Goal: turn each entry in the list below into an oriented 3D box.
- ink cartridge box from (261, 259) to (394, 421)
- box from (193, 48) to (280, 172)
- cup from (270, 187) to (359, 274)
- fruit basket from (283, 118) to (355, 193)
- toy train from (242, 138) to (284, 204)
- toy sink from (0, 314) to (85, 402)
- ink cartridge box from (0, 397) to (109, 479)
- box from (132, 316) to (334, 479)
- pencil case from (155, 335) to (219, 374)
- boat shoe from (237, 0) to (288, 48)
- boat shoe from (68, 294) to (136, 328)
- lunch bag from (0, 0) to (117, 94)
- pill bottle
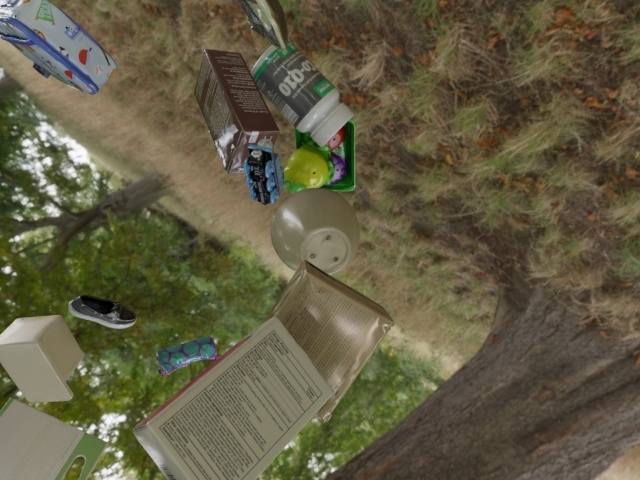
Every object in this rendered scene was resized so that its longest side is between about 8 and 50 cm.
[{"bbox_3d":[-0.011,0.185,0.851,0.193,0.234,0.088,32,-173,-10],"label":"ink cartridge box"},{"bbox_3d":[-0.283,-0.425,1.491,0.191,0.143,0.381,-54,52,47],"label":"box"},{"bbox_3d":[0.000,0.000,1.591,0.331,0.331,0.237,61,179,-20],"label":"cup"},{"bbox_3d":[0.002,-0.332,1.885,0.392,0.283,0.392,2,-90,-83],"label":"fruit basket"},{"bbox_3d":[-0.139,-0.170,1.137,0.080,0.105,0.184,10,146,10],"label":"toy train"},{"bbox_3d":[-0.822,0.351,1.364,0.131,0.153,0.234,-80,-19,-59],"label":"toy sink"},{"bbox_3d":[-0.607,0.465,0.968,0.235,0.171,0.056,30,139,-8],"label":"ink cartridge box"},{"bbox_3d":[-0.123,0.246,0.661,0.148,0.232,0.127,53,142,1],"label":"box"},{"bbox_3d":[-0.348,0.301,1.193,0.070,0.152,0.064,60,148,26],"label":"pencil case"},{"bbox_3d":[-0.126,-0.490,0.990,0.223,0.073,0.080,27,-121,-78],"label":"boat shoe"},{"bbox_3d":[-0.698,0.226,1.497,0.228,0.076,0.080,31,-148,-42],"label":"boat shoe"},{"bbox_3d":[-0.640,-0.466,1.068,0.303,0.115,0.243,24,169,38],"label":"lunch bag"},{"bbox_3d":[-0.063,-0.525,1.648,0.361,0.204,0.204,44,166,-7],"label":"pill bottle"}]
